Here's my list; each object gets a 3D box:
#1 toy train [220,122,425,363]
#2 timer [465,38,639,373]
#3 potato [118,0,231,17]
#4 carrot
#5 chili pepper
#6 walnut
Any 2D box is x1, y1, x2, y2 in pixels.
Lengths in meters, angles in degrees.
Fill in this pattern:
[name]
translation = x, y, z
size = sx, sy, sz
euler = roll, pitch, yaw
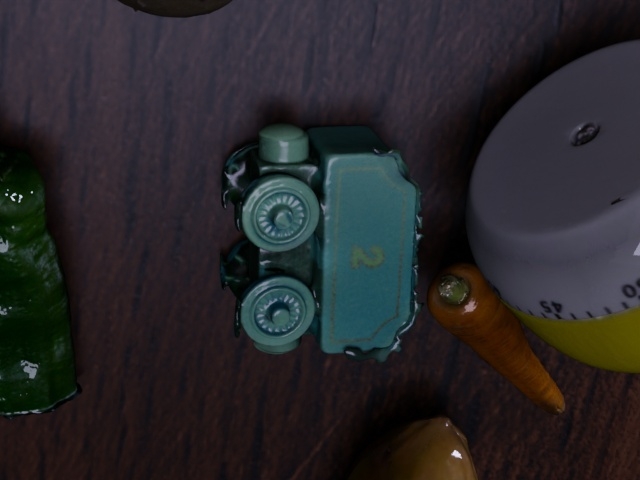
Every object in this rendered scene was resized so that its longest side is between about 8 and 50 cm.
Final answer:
[toy train]
translation = 0.000, 0.000, 1.025
size = 0.163, 0.112, 0.203
euler = -3, 113, -13
[timer]
translation = 0.276, 0.002, 0.978
size = 0.285, 0.285, 0.285
euler = -2, 111, -5
[potato]
translation = -0.149, -0.278, 0.885
size = 0.262, 0.165, 0.165
euler = 34, 104, -23
[carrot]
translation = 0.165, 0.090, 1.078
size = 0.061, 0.061, 0.257
euler = -37, 136, 9
[chili pepper]
translation = -0.279, 0.024, 1.010
size = 0.136, 0.099, 0.270
euler = 3, 115, 3
[walnut]
translation = 0.073, 0.270, 1.118
size = 0.137, 0.137, 0.245
euler = 16, 100, -11
